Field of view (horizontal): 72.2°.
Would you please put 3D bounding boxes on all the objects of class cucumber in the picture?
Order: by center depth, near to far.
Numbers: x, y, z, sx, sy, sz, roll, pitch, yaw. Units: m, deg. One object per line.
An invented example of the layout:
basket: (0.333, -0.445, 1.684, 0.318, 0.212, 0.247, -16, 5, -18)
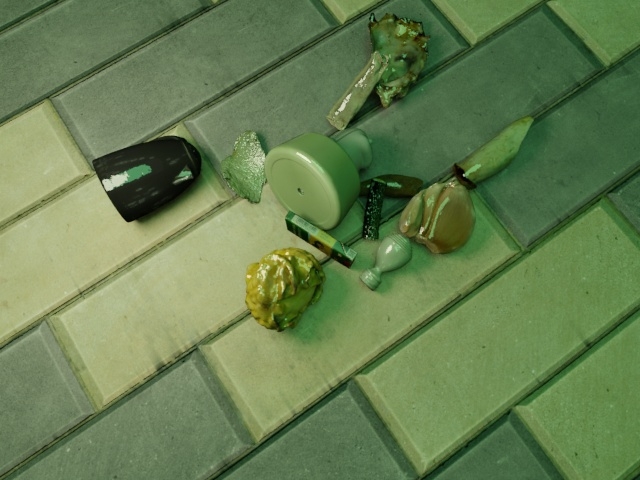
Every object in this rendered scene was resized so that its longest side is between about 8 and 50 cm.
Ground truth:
cucumber: (0.164, -0.098, 1.358, 0.058, 0.058, 0.187, 8, 101, 2)

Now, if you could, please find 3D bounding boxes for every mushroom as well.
mushroom: (0.571, -0.283, 1.418, 0.333, 0.087, 0.107, -35, 78, -10)

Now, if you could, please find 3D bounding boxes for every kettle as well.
kettle: (-0.520, -0.228, 1.358, 0.290, 0.207, 0.268, -29, 51, -12)

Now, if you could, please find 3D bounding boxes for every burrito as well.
burrito: (0.121, -0.485, 1.417, 0.082, 0.059, 0.275, 42, 118, 8)

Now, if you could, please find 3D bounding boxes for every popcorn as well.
popcorn: (-0.103, 0.128, 1.252, 0.190, 0.250, 0.250, 17, 74, 43)

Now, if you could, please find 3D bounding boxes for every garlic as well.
garlic: (0.371, -0.073, 1.358, 0.217, 0.110, 0.228, 34, 85, -4)

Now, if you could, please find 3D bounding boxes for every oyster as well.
oyster: (0.265, -0.604, 1.489, 0.221, 0.096, 0.361, 1, 77, -5)

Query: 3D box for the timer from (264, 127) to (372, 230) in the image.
timer: (0.038, -0.230, 1.336, 0.291, 0.290, 0.315, 41, 60, 9)

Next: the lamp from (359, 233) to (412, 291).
lamp: (0.198, 0.063, 1.328, 0.106, 0.106, 0.193, 43, 88, 9)

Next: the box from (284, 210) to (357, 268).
box: (0.000, 0.000, 1.323, 0.235, 0.132, 0.034, 32, 77, 8)

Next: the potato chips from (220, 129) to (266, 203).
potato chips: (-0.237, -0.242, 1.420, 0.167, 0.059, 0.228, 21, 72, -2)

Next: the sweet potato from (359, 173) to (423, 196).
sweet potato: (0.208, -0.173, 1.394, 0.244, 0.077, 0.077, 0, 77, -1)
